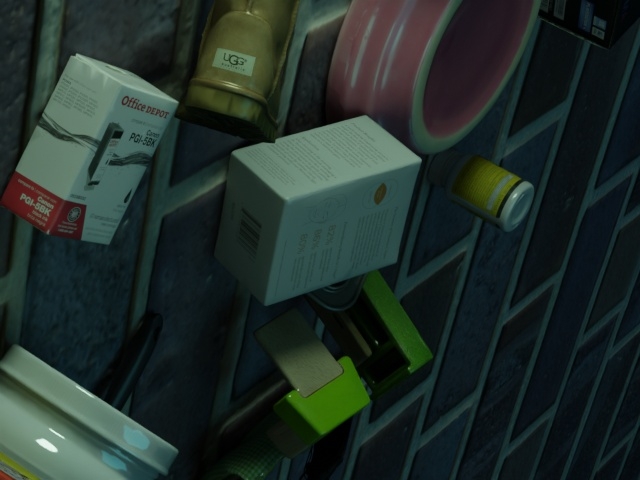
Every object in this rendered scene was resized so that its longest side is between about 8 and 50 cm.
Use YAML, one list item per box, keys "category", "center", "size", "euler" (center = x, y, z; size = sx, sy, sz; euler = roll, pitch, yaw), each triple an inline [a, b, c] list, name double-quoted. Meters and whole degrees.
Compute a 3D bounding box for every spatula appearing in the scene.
- category: "spatula"
  center: [-0.228, 0.196, 1.736]
  size: [0.296, 0.030, 0.084]
  euler: [-56, 158, -9]

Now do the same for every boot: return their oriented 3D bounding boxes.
- category: "boot"
  center: [-0.040, -0.222, 1.545]
  size: [0.236, 0.089, 0.270]
  euler: [173, -67, -83]

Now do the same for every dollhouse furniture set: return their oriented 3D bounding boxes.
- category: "dollhouse furniture set"
  center: [-0.052, 0.161, 2.007]
  size: [0.197, 0.151, 0.301]
  euler: [-31, 173, -38]

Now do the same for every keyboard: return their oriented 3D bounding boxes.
- category: "keyboard"
  center: [0.023, 0.224, 2.158]
  size: [0.100, 0.038, 0.192]
  euler: [-48, -167, 31]

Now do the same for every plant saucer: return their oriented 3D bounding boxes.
- category: "plant saucer"
  center: [0.134, -0.218, 1.920]
  size: [0.332, 0.084, 0.332]
  euler: [-45, 153, -30]

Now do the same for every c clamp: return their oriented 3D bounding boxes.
- category: "c clamp"
  center: [0.000, 0.000, 1.903]
  size: [0.022, 0.137, 0.161]
  euler: [-26, -151, 53]

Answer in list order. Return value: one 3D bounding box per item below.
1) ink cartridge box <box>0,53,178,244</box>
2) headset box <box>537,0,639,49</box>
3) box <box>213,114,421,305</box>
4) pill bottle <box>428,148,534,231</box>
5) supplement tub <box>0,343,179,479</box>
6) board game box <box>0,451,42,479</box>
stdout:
- category: "ink cartridge box"
  center: [-0.184, -0.071, 1.481]
  size: [0.135, 0.056, 0.099]
  euler: [-63, 157, 7]
- category: "headset box"
  center: [0.363, -0.404, 2.103]
  size: [0.283, 0.131, 0.246]
  euler: [-45, 153, -33]
- category: "box"
  center: [-0.004, -0.031, 1.797]
  size: [0.170, 0.091, 0.130]
  euler: [-17, 134, -36]
- category: "pill bottle"
  center: [0.186, -0.063, 2.160]
  size: [0.065, 0.116, 0.065]
  euler: [-46, 153, -31]
- category: "supplement tub"
  center: [-0.260, 0.242, 1.523]
  size: [0.272, 0.191, 0.191]
  euler: [-57, 157, -8]
- category: "board game box"
  center: [-0.253, 0.173, 1.298]
  size: [0.064, 0.316, 0.242]
  euler: [-56, 157, -9]
